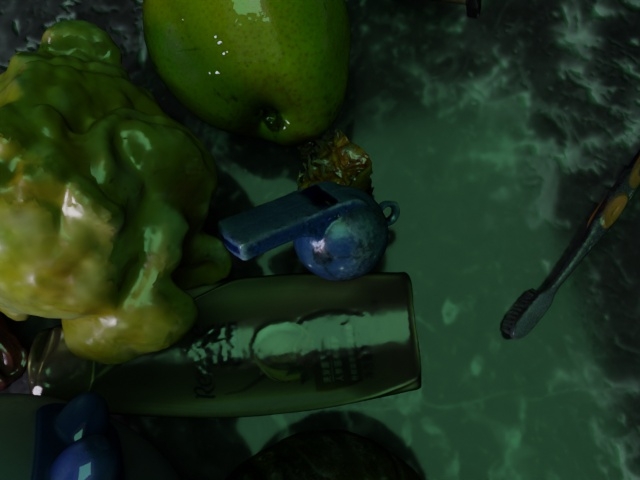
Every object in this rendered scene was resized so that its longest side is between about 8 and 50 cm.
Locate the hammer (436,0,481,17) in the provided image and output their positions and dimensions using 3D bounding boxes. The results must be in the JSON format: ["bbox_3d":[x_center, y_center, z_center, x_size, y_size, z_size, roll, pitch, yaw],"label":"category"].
[{"bbox_3d":[0.061,-0.255,0.732,0.199,0.062,0.013,15,87,11],"label":"hammer"}]

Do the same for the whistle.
[{"bbox_3d":[0.000,0.000,0.623,0.158,0.090,0.090,-23,81,-19],"label":"whistle"}]

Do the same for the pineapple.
[{"bbox_3d":[0.011,-0.072,0.711,0.077,0.114,0.114,-6,61,-33],"label":"pineapple"}]

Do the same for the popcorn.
[{"bbox_3d":[-0.195,-0.044,0.624,0.235,0.241,0.250,-11,42,27],"label":"popcorn"}]

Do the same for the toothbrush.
[{"bbox_3d":[0.275,-0.036,0.694,0.023,0.031,0.321,41,87,-20],"label":"toothbrush"}]

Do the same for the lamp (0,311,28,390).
[{"bbox_3d":[-0.390,0.066,0.686,0.223,0.151,0.214,1,87,-39],"label":"lamp"}]

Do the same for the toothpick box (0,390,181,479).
[{"bbox_3d":[-0.237,0.279,0.555,0.263,0.263,0.354,25,93,7],"label":"toothpick box"}]

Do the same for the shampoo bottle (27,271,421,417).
[{"bbox_3d":[-0.087,0.098,0.679,0.351,0.084,0.125,-5,84,5],"label":"shampoo bottle"}]

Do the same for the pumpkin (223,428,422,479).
[{"bbox_3d":[0.001,0.267,0.596,0.224,0.157,0.223,-3,96,-25],"label":"pumpkin"}]

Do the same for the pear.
[{"bbox_3d":[-0.063,-0.185,0.668,0.188,0.187,0.219,-17,83,2],"label":"pear"}]
